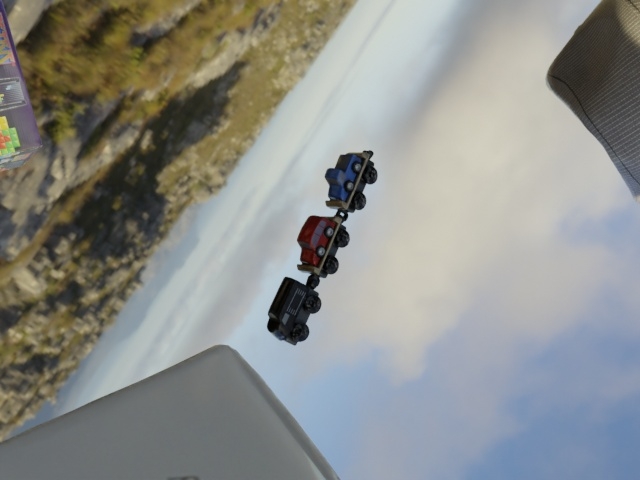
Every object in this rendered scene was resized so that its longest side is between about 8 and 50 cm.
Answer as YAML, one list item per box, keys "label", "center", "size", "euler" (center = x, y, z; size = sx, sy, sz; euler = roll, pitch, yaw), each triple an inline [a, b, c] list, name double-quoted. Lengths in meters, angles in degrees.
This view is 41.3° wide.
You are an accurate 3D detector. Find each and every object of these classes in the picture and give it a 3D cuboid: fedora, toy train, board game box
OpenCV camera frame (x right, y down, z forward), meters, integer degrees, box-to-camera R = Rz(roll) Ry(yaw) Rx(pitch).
- label: "fedora"
  center: [0.255, -0.111, 0.635]
  size: [0.124, 0.244, 0.275]
  euler: [-38, -175, 22]
- label: "toy train"
  center: [0.000, 0.000, 0.627]
  size: [0.027, 0.036, 0.158]
  euler: [6, -111, 58]
- label: "board game box"
  center: [-0.318, -0.156, 0.809]
  size: [0.048, 0.170, 0.141]
  euler: [-16, -175, -27]

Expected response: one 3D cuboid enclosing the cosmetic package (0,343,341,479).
- label: "cosmetic package"
  center: [-0.123, 0.310, 0.270]
  size: [0.393, 0.327, 0.329]
  euler: [-22, 143, -31]
